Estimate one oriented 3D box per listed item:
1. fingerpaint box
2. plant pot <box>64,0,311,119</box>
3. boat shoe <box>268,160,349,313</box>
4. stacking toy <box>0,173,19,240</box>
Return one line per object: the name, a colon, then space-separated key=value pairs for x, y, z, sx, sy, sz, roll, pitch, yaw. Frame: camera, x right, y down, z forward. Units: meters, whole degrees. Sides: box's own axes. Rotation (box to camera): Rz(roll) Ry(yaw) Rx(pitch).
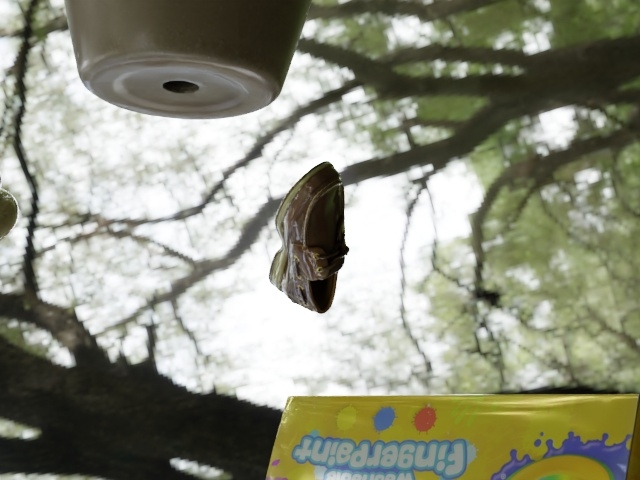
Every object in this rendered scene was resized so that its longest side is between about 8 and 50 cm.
fingerpaint box: x=0.221 y=0.296 z=1.356 sx=0.371 sy=0.444 sz=0.163 roll=34 pitch=-119 yaw=-39
plant pot: x=-0.094 y=-0.219 z=0.949 sx=0.263 sy=0.263 sz=0.229 roll=24 pitch=-115 yaw=-60
boat shoe: x=0.000 y=0.000 z=1.085 sx=0.060 sy=0.064 sz=0.178 roll=44 pitch=151 yaw=21
stacking toy: x=-0.381 y=-0.144 z=1.116 sx=0.141 sy=0.141 sz=0.330 roll=-59 pitch=-40 yaw=-59
